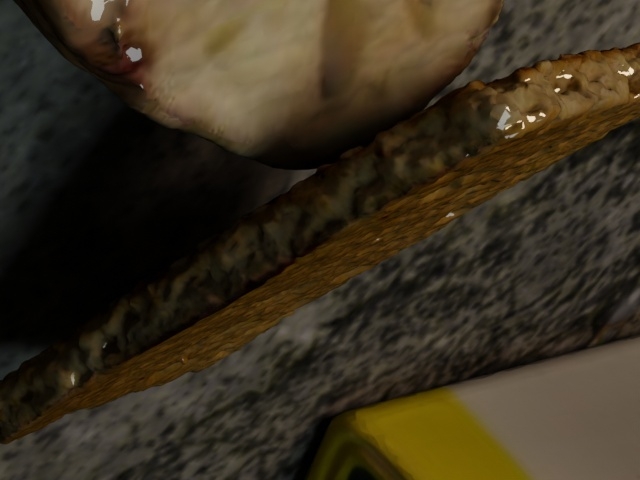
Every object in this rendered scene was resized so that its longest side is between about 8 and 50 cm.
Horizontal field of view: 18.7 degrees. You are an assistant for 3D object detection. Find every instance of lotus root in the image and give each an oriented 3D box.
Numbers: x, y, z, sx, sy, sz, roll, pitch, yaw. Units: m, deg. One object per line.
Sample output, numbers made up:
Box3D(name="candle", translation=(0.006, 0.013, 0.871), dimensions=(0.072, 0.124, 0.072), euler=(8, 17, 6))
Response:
Box3D(name="lotus root", translation=(-0.018, -0.120, 0.495), dimensions=(0.170, 0.074, 0.261), euler=(-28, 146, -15))

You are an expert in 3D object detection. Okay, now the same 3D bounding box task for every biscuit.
Box3D(name="biscuit", translation=(0.000, 0.000, 0.610), dimensions=(0.231, 0.025, 0.131), euler=(-31, 173, 33))

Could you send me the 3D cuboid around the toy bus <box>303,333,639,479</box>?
Box3D(name="toy bus", translation=(0.192, 0.167, 0.949), dimensions=(0.440, 0.209, 0.249), euler=(-10, 136, -38))
